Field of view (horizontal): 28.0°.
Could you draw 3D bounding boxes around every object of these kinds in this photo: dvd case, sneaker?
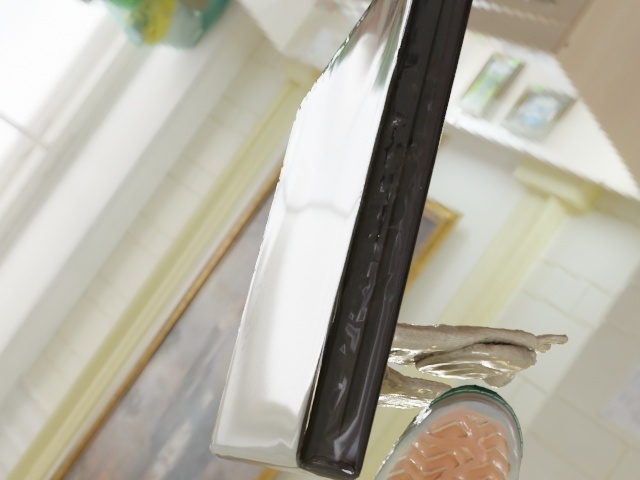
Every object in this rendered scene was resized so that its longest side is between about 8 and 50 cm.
[{"bbox_3d":[0.000,0.000,0.502,0.022,0.180,0.253,15,169,-8],"label":"dvd case"},{"bbox_3d":[0.091,0.220,1.045,0.108,0.302,0.121,20,-147,6],"label":"sneaker"}]

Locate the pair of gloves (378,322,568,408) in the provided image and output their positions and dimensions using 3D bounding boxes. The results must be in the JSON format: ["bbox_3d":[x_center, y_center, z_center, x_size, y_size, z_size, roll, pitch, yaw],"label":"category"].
[{"bbox_3d":[0.064,0.102,1.088,0.204,0.042,0.240,10,159,-32],"label":"pair of gloves"}]
